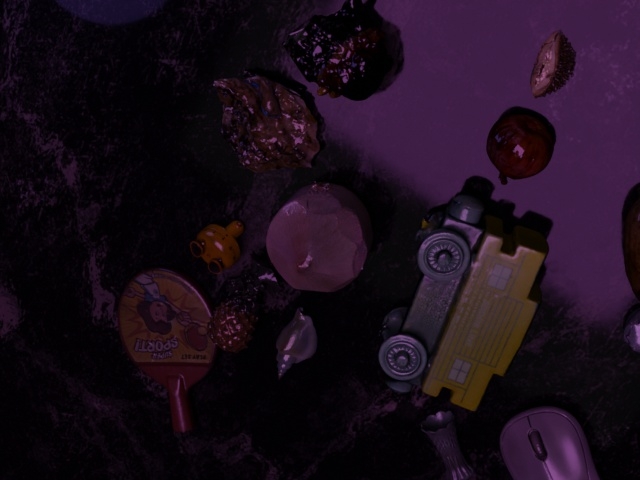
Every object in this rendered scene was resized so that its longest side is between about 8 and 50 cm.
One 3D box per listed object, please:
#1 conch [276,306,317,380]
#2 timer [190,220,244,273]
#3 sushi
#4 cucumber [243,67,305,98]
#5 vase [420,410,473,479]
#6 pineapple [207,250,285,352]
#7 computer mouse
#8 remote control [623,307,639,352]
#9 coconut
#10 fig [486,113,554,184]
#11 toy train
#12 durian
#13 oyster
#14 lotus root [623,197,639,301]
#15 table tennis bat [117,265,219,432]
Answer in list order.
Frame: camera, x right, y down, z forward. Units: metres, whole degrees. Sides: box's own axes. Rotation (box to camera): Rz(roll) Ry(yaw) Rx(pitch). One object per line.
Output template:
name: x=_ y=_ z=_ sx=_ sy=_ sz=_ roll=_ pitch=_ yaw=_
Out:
conch: x=-0.057 y=0.239 z=1.775 sx=0.088 sy=0.065 sz=0.180 roll=24 pitch=104 yaw=12
timer: x=-0.222 y=0.008 z=1.761 sx=0.107 sy=0.109 sz=0.107 roll=27 pitch=140 yaw=25
sushi: x=0.052 y=-0.349 z=1.515 sx=0.172 sy=0.153 sz=0.150 roll=-35 pitch=72 yaw=5
cucumber: x=-0.096 y=-0.327 z=1.635 sx=0.134 sy=0.034 sz=0.033 roll=21 pitch=107 yaw=12
vase: x=0.281 y=0.456 z=1.722 sx=0.081 sy=0.081 sz=0.149 roll=-18 pitch=103 yaw=23
pineapple: x=-0.163 y=0.132 z=1.764 sx=0.119 sy=0.111 sz=0.237 roll=21 pitch=109 yaw=-20
computer mouse: x=0.492 y=0.496 z=1.638 sx=0.184 sy=0.121 sz=0.297 roll=-22 pitch=99 yaw=25
remote control: x=0.712 y=0.200 z=1.511 sx=0.247 sy=0.052 sz=0.104 roll=17 pitch=109 yaw=16
coconut: x=0.000 y=0.000 z=1.592 sx=0.224 sy=0.234 sz=0.224 roll=4 pitch=105 yaw=14
fig: x=0.366 y=-0.175 z=1.485 sx=0.128 sy=0.128 sz=0.150 roll=63 pitch=154 yaw=-6
toy train: x=0.284 y=0.135 z=1.576 sx=0.272 sy=0.179 sz=0.442 roll=20 pitch=111 yaw=4
durian: x=0.435 y=-0.322 z=1.462 sx=0.066 sy=0.052 sz=0.130 roll=39 pitch=118 yaw=47
oyster: x=-0.112 y=-0.234 z=1.632 sx=0.222 sy=0.083 sz=0.214 roll=5 pitch=122 yaw=11
lotus root: x=0.636 y=0.035 z=1.445 sx=0.145 sy=0.128 sz=0.260 roll=-8 pitch=105 yaw=11
table tennis bat: x=-0.358 y=0.262 z=1.898 sx=0.268 sy=0.051 sz=0.415 roll=-2 pitch=103 yaw=19
